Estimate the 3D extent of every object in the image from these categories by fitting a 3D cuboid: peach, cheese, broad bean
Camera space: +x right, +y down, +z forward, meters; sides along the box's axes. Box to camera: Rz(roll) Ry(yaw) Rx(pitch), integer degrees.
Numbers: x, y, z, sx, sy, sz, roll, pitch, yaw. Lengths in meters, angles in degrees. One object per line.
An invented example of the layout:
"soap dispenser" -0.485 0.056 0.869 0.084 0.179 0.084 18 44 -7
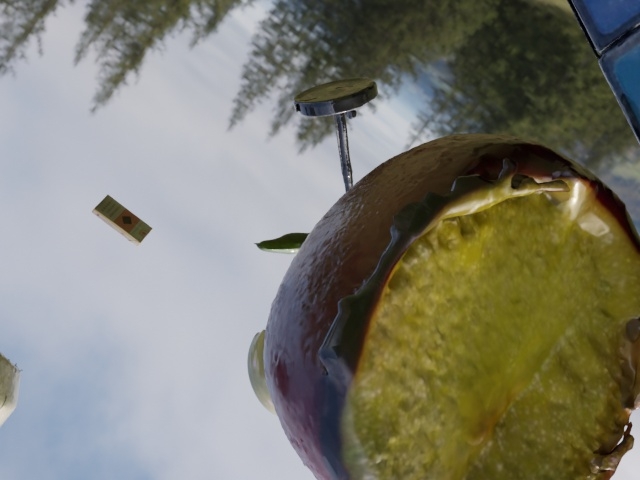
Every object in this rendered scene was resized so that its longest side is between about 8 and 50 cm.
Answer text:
"peach" 0.130 0.094 0.891 0.339 0.353 0.416 52 -148 -10
"cheese" -0.062 0.296 1.736 0.163 0.070 0.249 14 -116 -34
"broad bean" -0.001 0.000 1.985 0.297 0.043 0.060 -6 -161 -21

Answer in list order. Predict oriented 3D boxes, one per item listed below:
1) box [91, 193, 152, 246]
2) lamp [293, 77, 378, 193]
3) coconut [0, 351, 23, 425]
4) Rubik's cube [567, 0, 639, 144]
"box" -0.290 -0.029 1.360 0.083 0.012 0.046 38 -147 -7
"lamp" 0.026 -0.072 1.334 0.108 0.130 0.371 -123 20 -45
"coconut" -0.542 0.213 1.262 0.227 0.230 0.227 37 162 14
"Rubik's cube" 0.508 -0.220 0.903 0.363 0.362 0.359 -10 -110 -41
